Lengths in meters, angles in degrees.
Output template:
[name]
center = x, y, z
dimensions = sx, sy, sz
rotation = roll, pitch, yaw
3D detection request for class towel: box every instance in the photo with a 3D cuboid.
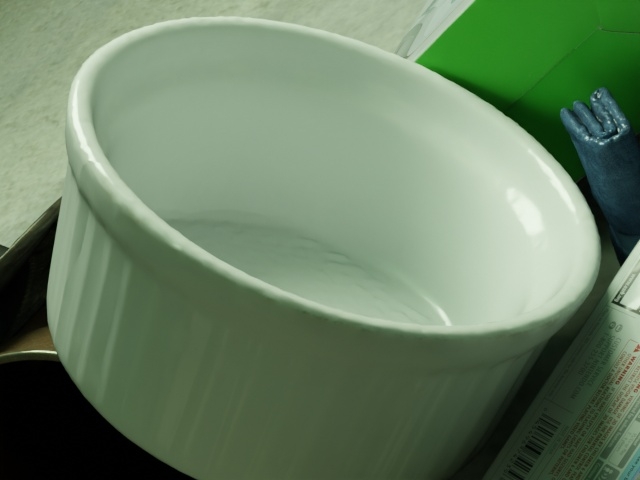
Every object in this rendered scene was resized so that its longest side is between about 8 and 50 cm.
[towel]
center = 0.163, -0.017, 0.925
dimensions = 0.029, 0.119, 0.067
rotation = -23, 27, 4

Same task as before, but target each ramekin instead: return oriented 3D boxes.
[ramekin]
center = -0.008, 0.011, 0.905
dimensions = 0.277, 0.277, 0.135
rotation = -83, 12, -57

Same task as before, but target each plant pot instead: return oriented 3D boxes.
[plant pot]
center = -0.119, 0.091, 1.007
dimensions = 0.167, 0.167, 0.165
rotation = -19, 23, 24

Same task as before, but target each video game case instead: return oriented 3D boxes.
[video game case]
center = 0.168, 0.086, 0.783
dimensions = 0.212, 0.023, 0.193
rotation = -56, 30, -5

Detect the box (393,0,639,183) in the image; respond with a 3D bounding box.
[box]
center = 0.162, -0.151, 1.047
dimensions = 0.262, 0.127, 0.231
rotation = -43, 12, 49

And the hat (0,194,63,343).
[hat]
center = -0.263, 0.070, 1.052
dimensions = 0.331, 0.134, 0.331
rotation = -58, -6, -10
